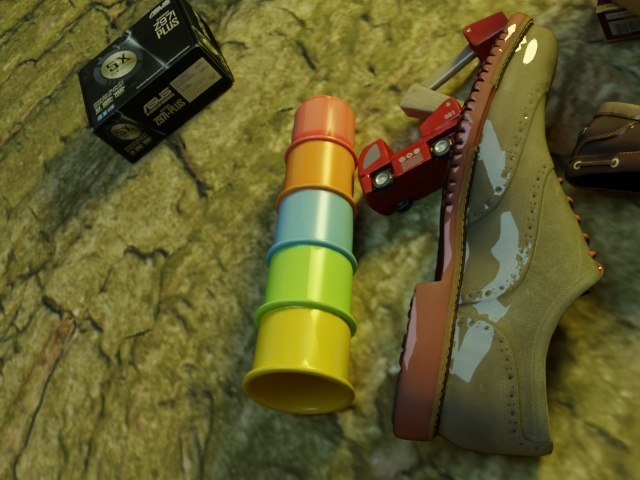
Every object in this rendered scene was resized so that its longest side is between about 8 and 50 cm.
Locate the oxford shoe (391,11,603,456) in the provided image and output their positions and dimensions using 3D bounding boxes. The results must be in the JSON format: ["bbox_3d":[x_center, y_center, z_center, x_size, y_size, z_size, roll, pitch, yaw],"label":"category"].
[{"bbox_3d":[0.153,-0.007,0.612,0.130,0.123,0.348,12,80,12],"label":"oxford shoe"}]

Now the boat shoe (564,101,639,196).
[{"bbox_3d":[0.279,-0.047,0.577,0.207,0.073,0.073,20,73,50],"label":"boat shoe"}]

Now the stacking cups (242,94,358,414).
[{"bbox_3d":[0.000,0.000,0.742,0.096,0.096,0.316,-14,50,28],"label":"stacking cups"}]

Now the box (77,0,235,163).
[{"bbox_3d":[-0.219,-0.215,1.038,0.180,0.077,0.147,-36,46,11],"label":"box"}]

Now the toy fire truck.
[{"bbox_3d":[0.115,-0.120,0.757,0.192,0.047,0.135,-28,48,18],"label":"toy fire truck"}]

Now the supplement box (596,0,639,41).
[{"bbox_3d":[0.283,-0.226,0.710,0.055,0.043,0.083,-3,59,34],"label":"supplement box"}]

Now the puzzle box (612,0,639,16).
[{"bbox_3d":[0.439,-0.290,0.601,0.409,0.052,0.272,-40,51,1],"label":"puzzle box"}]
